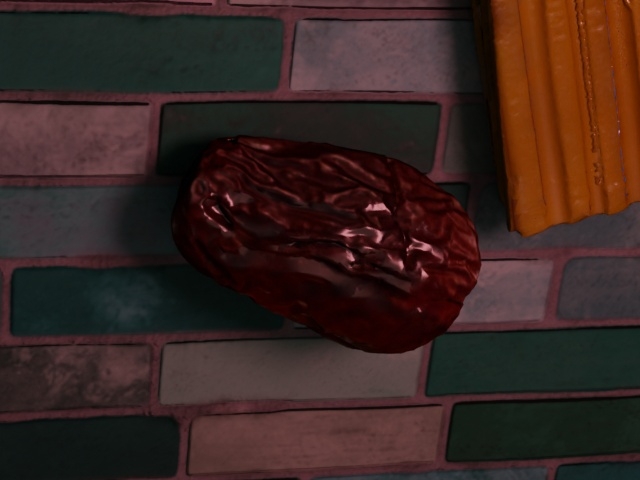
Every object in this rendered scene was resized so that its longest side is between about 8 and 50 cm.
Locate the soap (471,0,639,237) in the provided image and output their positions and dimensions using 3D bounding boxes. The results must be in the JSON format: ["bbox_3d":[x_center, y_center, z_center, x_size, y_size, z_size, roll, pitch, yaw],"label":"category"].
[{"bbox_3d":[0.280,-0.180,2.021,0.204,0.096,0.324,-15,118,-8],"label":"soap"}]

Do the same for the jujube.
[{"bbox_3d":[0.000,0.000,1.987,0.342,0.216,0.216,19,109,-17],"label":"jujube"}]
